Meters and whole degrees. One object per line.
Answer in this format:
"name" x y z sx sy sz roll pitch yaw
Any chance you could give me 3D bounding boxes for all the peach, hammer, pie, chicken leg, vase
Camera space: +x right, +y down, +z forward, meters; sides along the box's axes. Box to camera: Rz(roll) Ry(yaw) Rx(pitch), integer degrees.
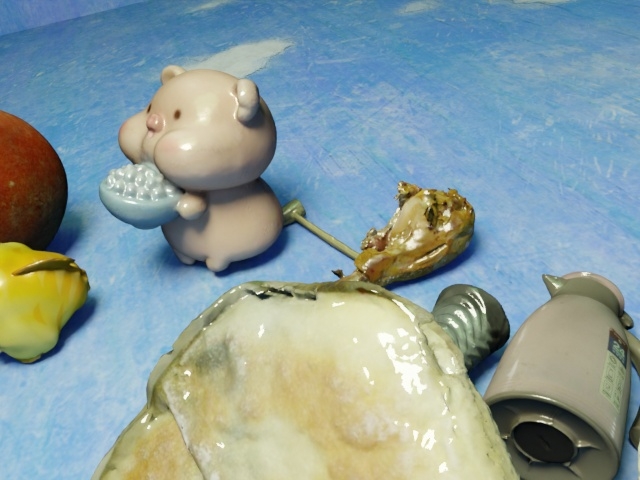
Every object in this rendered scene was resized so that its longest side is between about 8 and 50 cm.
"peach" -0.470 -0.057 0.804 0.252 0.252 0.252 -7 35 5
"hammer" 0.000 0.000 0.784 0.060 0.028 0.195 -36 43 -21
"pie" -0.019 0.179 0.375 0.337 0.075 0.337 -10 68 26
"chicken leg" 0.093 0.003 0.691 0.207 0.101 0.085 -32 40 -14
"vase" 0.077 0.130 0.517 0.115 0.115 0.237 18 39 35

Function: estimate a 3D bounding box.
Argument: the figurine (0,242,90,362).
"figurine" -0.391 0.083 0.694 0.246 0.131 0.156 -28 74 -5

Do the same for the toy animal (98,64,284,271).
"toy animal" -0.137 -0.086 0.765 0.210 0.221 0.229 17 73 44

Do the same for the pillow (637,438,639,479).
"pillow" 0.310 0.140 0.454 0.128 0.051 0.229 32 46 8

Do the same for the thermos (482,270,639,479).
"thermos" 0.226 0.113 0.510 0.137 0.105 0.193 34 45 9
